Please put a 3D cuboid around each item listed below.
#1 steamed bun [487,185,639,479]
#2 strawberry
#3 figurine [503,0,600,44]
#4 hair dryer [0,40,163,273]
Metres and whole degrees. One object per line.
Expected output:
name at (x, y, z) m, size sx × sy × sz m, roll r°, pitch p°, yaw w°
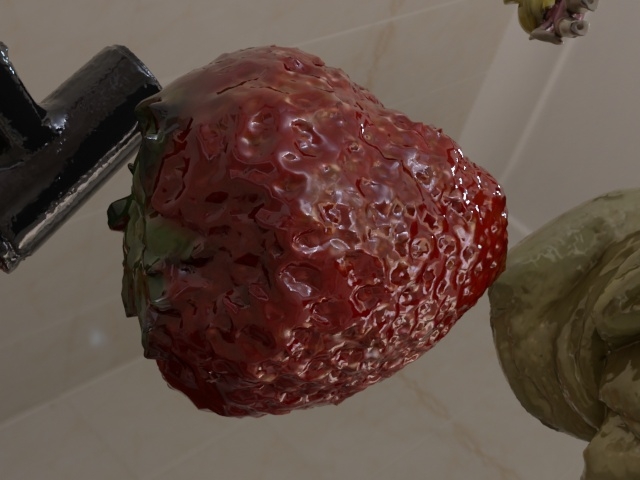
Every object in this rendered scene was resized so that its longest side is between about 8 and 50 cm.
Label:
steamed bun at (0.336, 0.103, 0.983) m, size 0.325 × 0.230 × 0.372 m, roll -45°, pitch -123°, yaw 15°
strawberry at (0.000, 0.000, 0.743) m, size 0.257 × 0.277 × 0.257 m, roll 180°, pitch -90°, yaw -73°
figurine at (0.234, -0.234, 1.070) m, size 0.083 × 0.187 × 0.083 m, roll 0°, pitch -74°, yaw -1°
hair dryer at (-0.237, -0.114, 0.820) m, size 0.089 × 0.197 × 0.251 m, roll 36°, pitch -17°, yaw 36°
